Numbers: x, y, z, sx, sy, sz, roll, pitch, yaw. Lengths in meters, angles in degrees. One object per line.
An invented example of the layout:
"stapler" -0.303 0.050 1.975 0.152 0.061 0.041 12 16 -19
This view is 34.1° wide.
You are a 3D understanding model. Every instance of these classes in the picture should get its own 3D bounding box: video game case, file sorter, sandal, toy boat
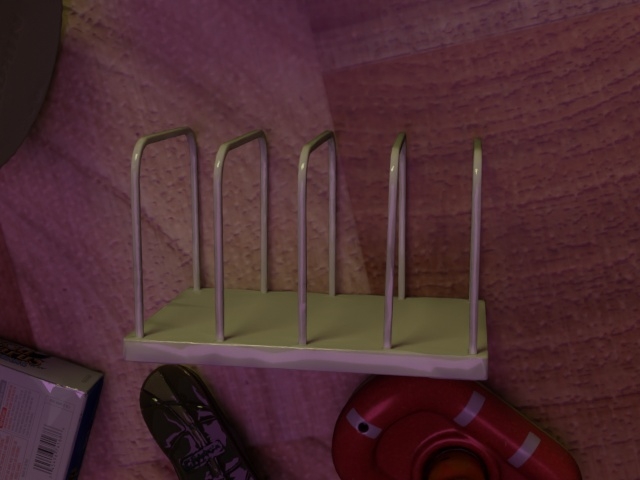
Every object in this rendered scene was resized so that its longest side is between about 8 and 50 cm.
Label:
"video game case" -0.364 0.217 1.026 0.244 0.061 0.270 19 105 2
"file sorter" 0.000 0.000 0.856 0.277 0.193 0.173 3 100 8
"sandal" -0.104 0.220 0.995 0.090 0.060 0.219 -30 83 8
"toy boat" 0.116 0.213 0.908 0.231 0.151 0.151 36 105 -2

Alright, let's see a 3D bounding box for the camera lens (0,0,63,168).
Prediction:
"camera lens" -0.379 -0.184 0.850 0.274 0.219 0.219 18 105 4
